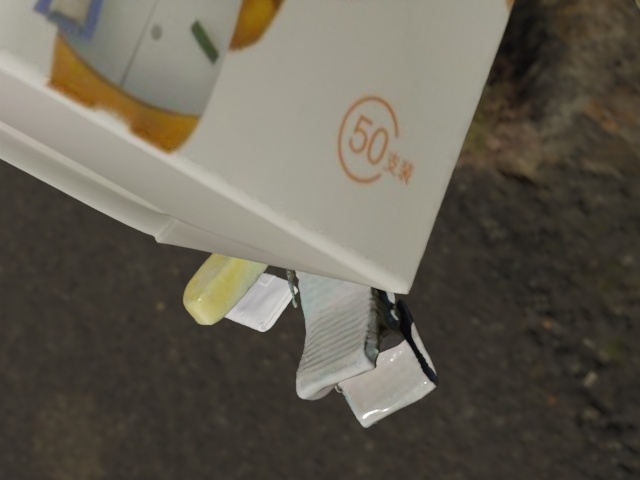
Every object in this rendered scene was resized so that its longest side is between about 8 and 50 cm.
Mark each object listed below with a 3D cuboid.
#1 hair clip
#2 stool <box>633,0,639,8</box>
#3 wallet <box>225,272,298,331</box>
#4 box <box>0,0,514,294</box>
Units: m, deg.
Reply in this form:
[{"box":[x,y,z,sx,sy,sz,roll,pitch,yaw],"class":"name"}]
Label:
[{"box":[-0.003,0.000,1.094,0.159,0.071,0.218,-24,50,18],"class":"hair clip"},{"box":[0.289,-0.260,1.480,0.179,0.179,0.264,-44,75,19],"class":"stool"},{"box":[-0.046,0.043,1.411,0.044,0.011,0.083,-52,22,-10],"class":"wallet"},{"box":[-0.025,-0.182,0.657,0.143,0.225,0.341,11,76,43],"class":"box"}]
